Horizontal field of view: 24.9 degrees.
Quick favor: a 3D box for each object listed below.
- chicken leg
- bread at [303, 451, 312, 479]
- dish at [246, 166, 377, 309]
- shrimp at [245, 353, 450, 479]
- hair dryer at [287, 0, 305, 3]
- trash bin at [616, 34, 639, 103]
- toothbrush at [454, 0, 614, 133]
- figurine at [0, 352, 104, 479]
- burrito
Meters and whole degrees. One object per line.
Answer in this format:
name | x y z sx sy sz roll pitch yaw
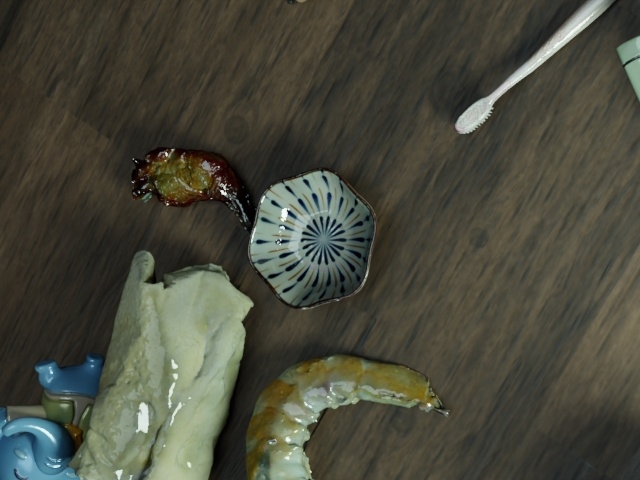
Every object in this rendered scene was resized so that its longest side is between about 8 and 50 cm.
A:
chicken leg | -0.158 -0.069 2.008 0.253 0.051 0.106 24 104 25
bread | -0.041 0.326 1.930 0.070 0.035 0.083 -29 65 19
dish | 0.000 0.000 1.914 0.191 0.066 0.190 -2 86 24
shrimp | 0.007 0.239 1.890 0.287 0.068 0.185 -35 67 -1
hair dryer | 0.008 -0.358 1.920 0.182 0.117 0.064 -27 76 43
trash bin | 0.404 -0.171 1.690 0.059 0.116 0.130 -26 76 24
toothbrush | 0.284 -0.238 1.808 0.307 0.029 0.025 -43 71 16
figurine | -0.391 0.280 2.043 0.154 0.180 0.262 25 107 45
burrito | -0.210 0.189 1.943 0.190 0.135 0.332 16 95 0
